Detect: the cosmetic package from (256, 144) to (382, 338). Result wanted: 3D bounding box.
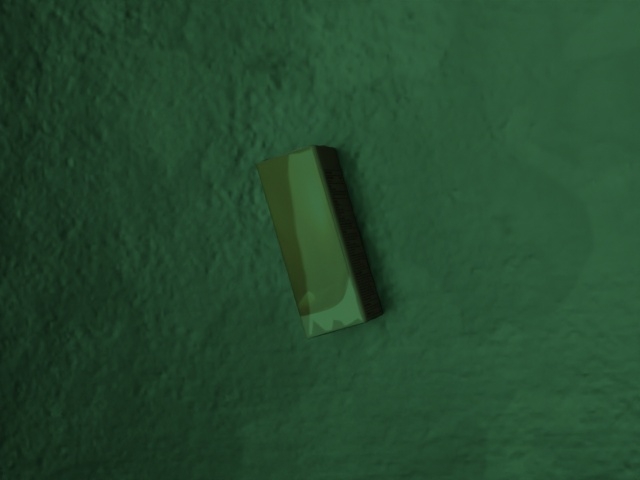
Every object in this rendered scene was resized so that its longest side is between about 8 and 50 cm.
[{"bbox_3d":[0.000,0.000,0.916,0.041,0.060,0.115,-17,87,14],"label":"cosmetic package"}]
